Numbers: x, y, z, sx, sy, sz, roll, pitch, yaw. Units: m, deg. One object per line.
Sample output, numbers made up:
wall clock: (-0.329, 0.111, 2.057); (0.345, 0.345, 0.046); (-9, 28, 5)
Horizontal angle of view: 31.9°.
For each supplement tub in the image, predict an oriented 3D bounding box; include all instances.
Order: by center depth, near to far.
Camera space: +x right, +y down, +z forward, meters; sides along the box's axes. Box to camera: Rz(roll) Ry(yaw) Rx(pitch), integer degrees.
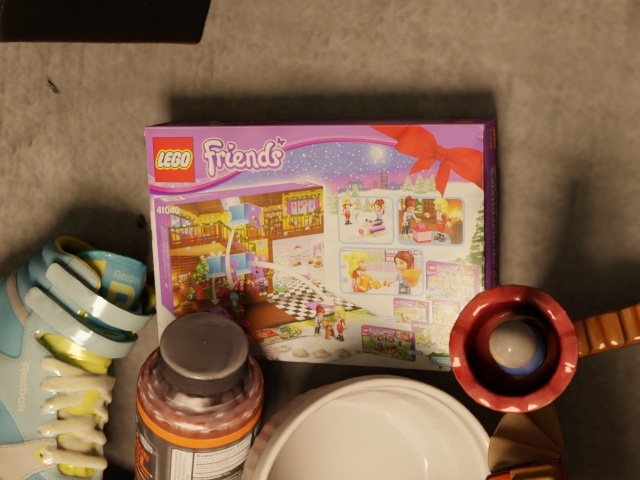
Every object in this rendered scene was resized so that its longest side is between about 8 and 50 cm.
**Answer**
supplement tub: (-0.102, 0.150, 0.935); (0.106, 0.106, 0.198); (23, 134, 14)

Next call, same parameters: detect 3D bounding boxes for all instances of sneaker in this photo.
sneaker: (-0.210, 0.127, 0.947); (0.208, 0.127, 0.319); (-40, 56, 17)

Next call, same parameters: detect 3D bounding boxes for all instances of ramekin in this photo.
ramekin: (0.033, 0.207, 0.894); (0.207, 0.109, 0.207); (1, 88, -18)

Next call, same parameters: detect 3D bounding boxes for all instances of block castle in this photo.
block castle: (0.269, 0.224, 0.716); (0.303, 0.213, 0.453); (-15, 78, 13)

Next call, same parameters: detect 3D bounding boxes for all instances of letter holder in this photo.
letter holder: (-0.228, -0.251, 0.843); (0.214, 0.302, 0.152); (21, 105, 15)

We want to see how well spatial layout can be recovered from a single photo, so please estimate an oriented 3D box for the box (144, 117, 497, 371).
box: (0.000, 0.000, 0.937); (0.293, 0.057, 0.201); (2, 102, 19)
